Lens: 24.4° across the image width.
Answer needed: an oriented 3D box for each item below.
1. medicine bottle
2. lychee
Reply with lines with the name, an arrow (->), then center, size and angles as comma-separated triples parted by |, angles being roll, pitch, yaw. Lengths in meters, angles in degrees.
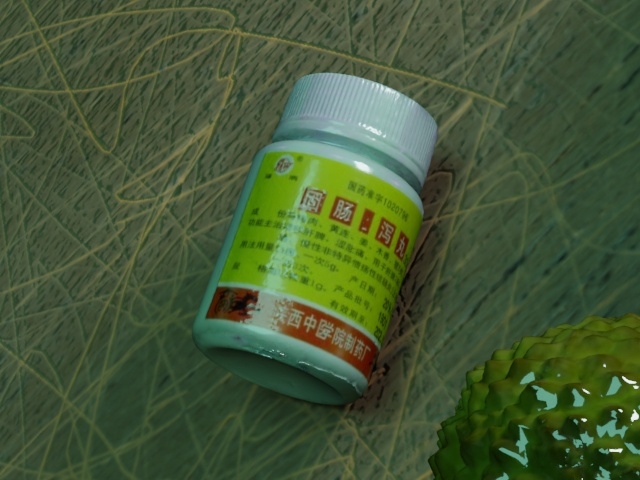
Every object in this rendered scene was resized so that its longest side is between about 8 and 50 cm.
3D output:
medicine bottle -> 0.000, 0.000, 1.123 | 0.139, 0.139, 0.225 | 6, 68, 36
lychee -> 0.214, 0.167, 0.810 | 0.270, 0.320, 0.270 | -38, 15, 12
